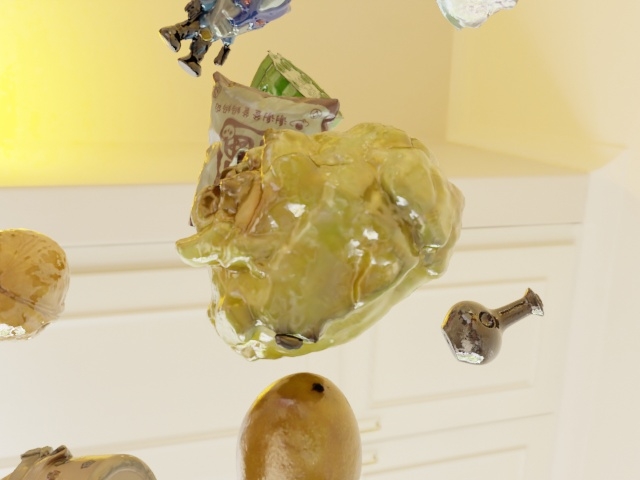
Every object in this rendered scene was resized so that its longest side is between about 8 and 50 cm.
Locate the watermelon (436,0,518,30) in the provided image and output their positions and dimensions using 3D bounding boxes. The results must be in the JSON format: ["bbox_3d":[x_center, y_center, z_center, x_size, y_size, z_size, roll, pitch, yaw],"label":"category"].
[{"bbox_3d":[0.281,-0.488,1.271,0.310,0.193,0.232,-52,-155,3],"label":"watermelon"}]

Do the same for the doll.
[{"bbox_3d":[-0.079,-0.254,0.871,0.070,0.195,0.096,42,-10,40],"label":"doll"}]

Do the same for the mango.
[{"bbox_3d":[-0.028,0.249,0.878,0.099,0.136,0.228,-58,161,-81],"label":"mango"}]

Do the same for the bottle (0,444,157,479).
[{"bbox_3d":[-0.211,0.219,0.669,0.152,0.099,0.099,-11,-99,32],"label":"bottle"}]

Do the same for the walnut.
[{"bbox_3d":[-0.374,0.054,1.012,0.180,0.144,0.144,128,-44,-74],"label":"walnut"}]

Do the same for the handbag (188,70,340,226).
[{"bbox_3d":[-0.087,-0.113,1.210,0.127,0.213,0.235,-13,116,-69],"label":"handbag"}]

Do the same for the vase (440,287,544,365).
[{"bbox_3d":[0.310,0.145,1.476,0.120,0.183,0.120,64,-2,4],"label":"vase"}]

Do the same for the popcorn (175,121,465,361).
[{"bbox_3d":[0.000,0.000,0.837,0.286,0.252,0.215,-42,-137,4],"label":"popcorn"}]

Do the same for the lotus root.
[{"bbox_3d":[-0.077,-0.226,1.519,0.186,0.186,0.186,177,-90,-68],"label":"lotus root"}]
